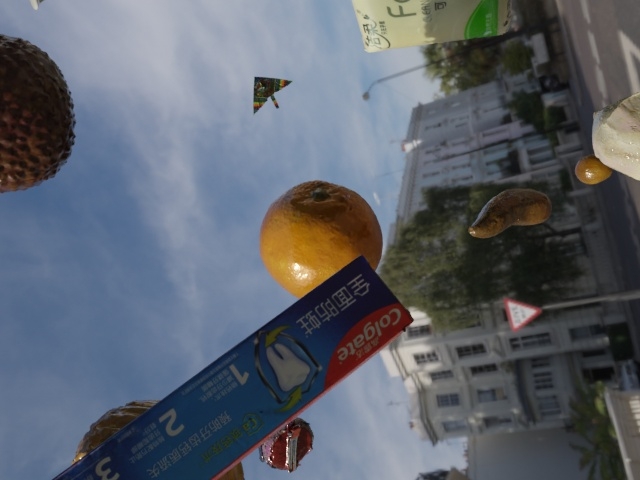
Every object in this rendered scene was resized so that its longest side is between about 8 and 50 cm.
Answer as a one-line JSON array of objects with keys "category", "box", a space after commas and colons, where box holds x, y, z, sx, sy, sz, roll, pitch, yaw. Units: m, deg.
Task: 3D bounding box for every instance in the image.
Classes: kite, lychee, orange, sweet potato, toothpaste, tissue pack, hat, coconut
[{"category": "kite", "box": [-0.119, -0.341, 1.353, 0.090, 0.122, 0.004, 53, 172, -5]}, {"category": "lychee", "box": [-0.541, -0.210, 0.986, 0.260, 0.261, 0.260, 47, -145, -50]}, {"category": "orange", "box": [0.671, -0.175, 1.456, 0.085, 0.085, 0.085, 47, -145, -50]}, {"category": "sweet potato", "box": [0.434, -0.068, 1.370, 0.292, 0.097, 0.097, -12, -92, -37]}, {"category": "toothpaste", "box": [-0.069, 0.137, 0.492, 0.076, 0.320, 0.066, 52, 166, 15]}, {"category": "tissue pack", "box": [0.211, -0.585, 1.168, 0.405, 0.332, 0.205, 57, -145, -61]}, {"category": "orange", "box": [0.000, 0.000, 1.483, 0.312, 0.312, 0.312, 47, -145, -50]}, {"category": "hat", "box": [-0.116, 0.436, 1.406, 0.129, 0.227, 0.140, -32, -55, -22]}, {"category": "coconut", "box": [0.425, -0.146, 0.801, 0.124, 0.110, 0.110, 37, -179, 32]}]

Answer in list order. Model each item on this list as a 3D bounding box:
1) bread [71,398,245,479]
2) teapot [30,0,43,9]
[{"category": "bread", "box": [-0.211, 0.340, 0.808, 0.274, 0.149, 0.274, -20, -90, -77]}, {"category": "teapot", "box": [-0.197, -0.243, 0.388, 0.092, 0.226, 0.145, 46, -115, -17]}]
